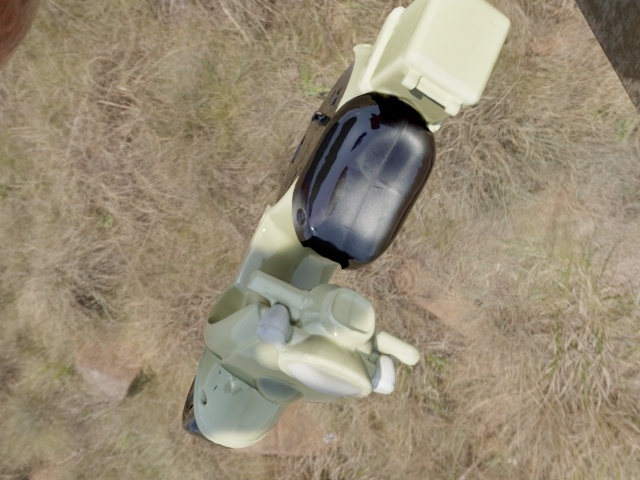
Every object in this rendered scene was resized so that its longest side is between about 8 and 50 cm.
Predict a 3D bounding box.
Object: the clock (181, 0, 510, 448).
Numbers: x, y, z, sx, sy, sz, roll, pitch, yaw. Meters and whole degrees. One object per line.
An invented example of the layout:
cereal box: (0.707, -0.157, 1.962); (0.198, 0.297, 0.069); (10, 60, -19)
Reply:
clock: (0.000, 0.000, 0.438); (0.120, 0.276, 0.379); (25, 77, -15)

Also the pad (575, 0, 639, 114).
pad: (0.160, -0.175, 0.254); (0.003, 0.235, 0.158); (26, 93, 46)

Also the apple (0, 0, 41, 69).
apple: (-0.412, -0.263, 0.427); (0.277, 0.348, 0.348); (-37, 91, -6)
